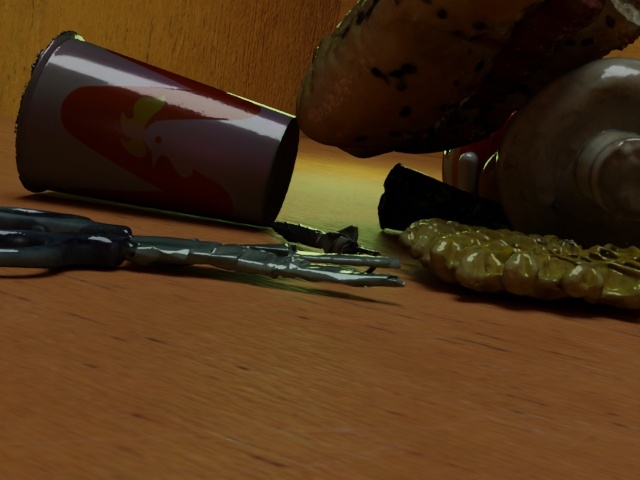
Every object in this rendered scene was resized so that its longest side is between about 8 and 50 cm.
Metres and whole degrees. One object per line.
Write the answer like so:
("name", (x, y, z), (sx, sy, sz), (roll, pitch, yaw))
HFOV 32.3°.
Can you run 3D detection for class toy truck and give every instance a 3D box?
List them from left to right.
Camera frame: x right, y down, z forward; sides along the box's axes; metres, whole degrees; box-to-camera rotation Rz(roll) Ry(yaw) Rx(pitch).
("toy truck", (0.254, -0.091, 1.490), (0.265, 0.189, 0.239), (14, 18, 40))

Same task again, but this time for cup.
("cup", (-0.180, -0.116, 1.286), (0.289, 0.203, 0.203), (15, 9, 8))

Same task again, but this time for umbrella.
("umbrella", (0.003, -0.004, 1.121), (0.044, 0.044, 0.269), (38, -5, -25))

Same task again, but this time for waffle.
("waffle", (0.201, 0.021, 1.070), (0.250, 0.056, 0.261), (6, 10, -4))

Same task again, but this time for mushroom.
("mushroom", (0.318, -0.072, 1.193), (0.244, 0.243, 0.243), (7, 8, -1))

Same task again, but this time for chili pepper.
("chili pepper", (0.177, -0.021, 1.348), (0.227, 0.088, 0.059), (22, 17, 30))

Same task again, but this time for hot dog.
("hot dog", (0.155, -0.219, 1.264), (0.365, 0.196, 0.367), (-32, -18, 36))

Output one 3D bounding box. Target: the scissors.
("scissors", (-0.115, 0.009, 0.936), (0.384, 0.029, 0.256), (5, 7, -6))
